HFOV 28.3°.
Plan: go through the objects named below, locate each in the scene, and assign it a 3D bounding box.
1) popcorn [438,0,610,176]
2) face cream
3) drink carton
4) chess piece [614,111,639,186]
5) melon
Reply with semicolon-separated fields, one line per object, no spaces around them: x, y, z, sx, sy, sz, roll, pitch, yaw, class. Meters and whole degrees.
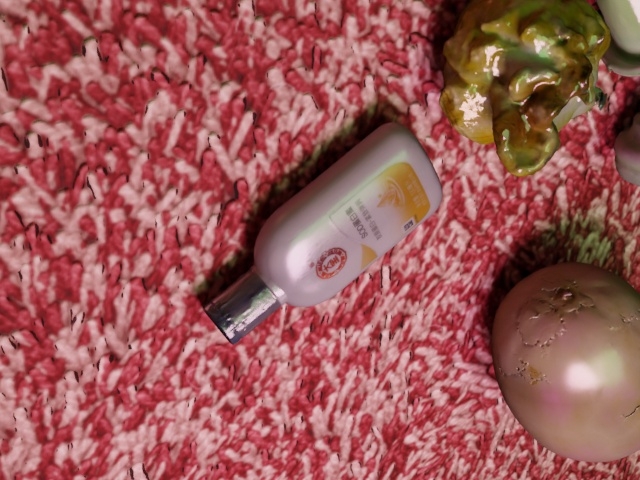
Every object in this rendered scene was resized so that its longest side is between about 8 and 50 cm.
0.218;-0.167;1.333;0.198;0.212;0.198;0;136;0;popcorn
0.000;0.000;1.369;0.291;0.071;0.144;-38;136;-8;face cream
0.351;-0.283;1.379;0.146;0.144;0.142;-25;126;11;drink carton
0.429;-0.204;1.531;0.139;0.139;0.272;-18;119;-27;chess piece
0.338;0.160;1.639;0.223;0.223;0.317;-40;138;-7;melon
